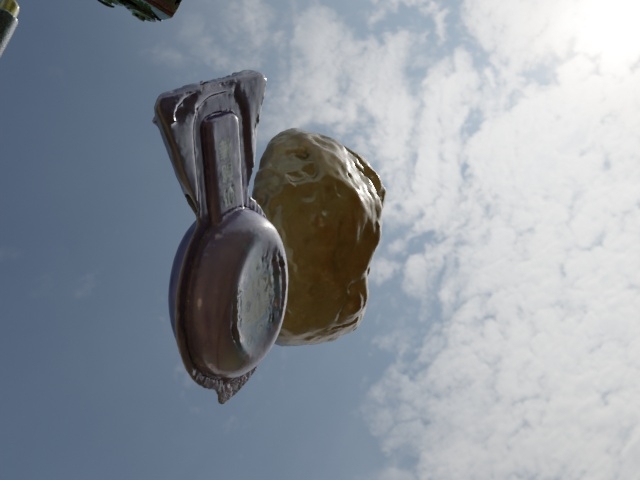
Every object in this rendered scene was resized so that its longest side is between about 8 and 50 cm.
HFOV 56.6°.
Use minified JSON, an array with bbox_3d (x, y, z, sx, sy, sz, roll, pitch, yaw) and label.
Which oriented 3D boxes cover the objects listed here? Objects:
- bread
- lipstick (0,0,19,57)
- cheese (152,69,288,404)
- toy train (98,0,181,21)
[{"bbox_3d":[0.000,0.000,0.650,0.134,0.244,0.244,7,-66,3],"label":"bread"},{"bbox_3d":[-0.307,-0.182,0.554,0.037,0.037,0.116,32,-120,-36],"label":"lipstick"},{"bbox_3d":[-0.053,0.006,0.338,0.105,0.042,0.191,-44,-44,-56],"label":"cheese"},{"bbox_3d":[-0.180,-0.225,0.478,0.148,0.071,0.038,25,-96,-33],"label":"toy train"}]
